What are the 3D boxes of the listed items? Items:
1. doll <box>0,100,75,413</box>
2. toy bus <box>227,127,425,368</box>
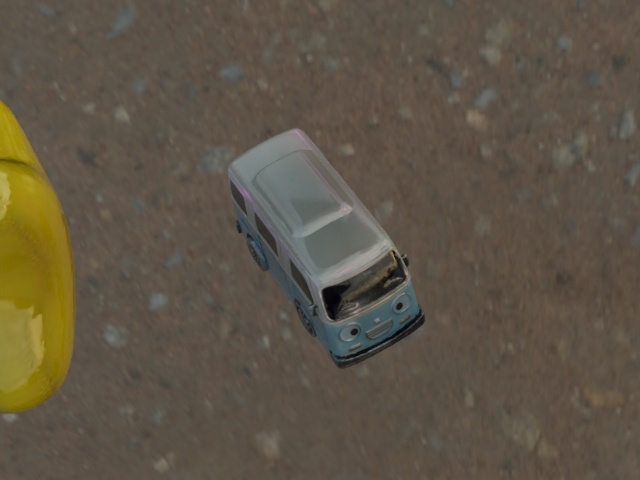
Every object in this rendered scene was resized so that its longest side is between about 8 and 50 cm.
[{"bbox_3d":[-0.115,0.024,0.391,0.113,0.135,0.071,-8,63,-40],"label":"doll"},{"bbox_3d":[0.000,0.000,0.864,0.060,0.075,0.123,-29,50,-11],"label":"toy bus"}]
